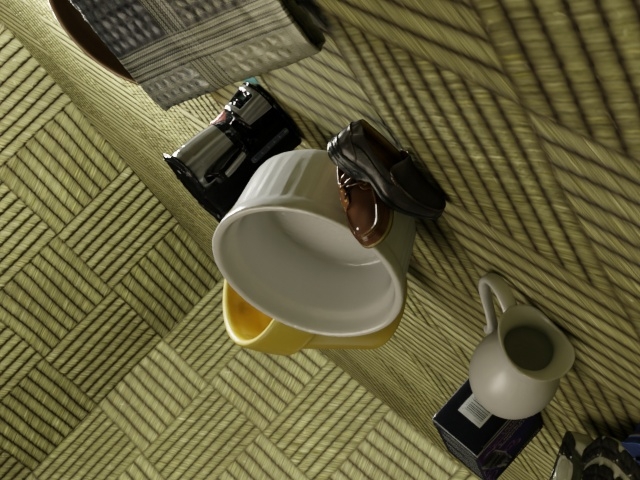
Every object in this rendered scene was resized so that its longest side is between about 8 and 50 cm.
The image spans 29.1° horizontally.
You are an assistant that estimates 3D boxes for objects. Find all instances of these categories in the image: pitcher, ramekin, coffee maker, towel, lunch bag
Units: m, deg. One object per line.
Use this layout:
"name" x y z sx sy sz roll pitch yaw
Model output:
"pitcher" 0.261 0.148 1.699 0.207 0.125 0.177 95 150 -65
"ramekin" 0.000 0.000 1.730 0.277 0.135 0.277 14 142 11
"coffee maker" -0.126 -0.128 1.887 0.120 0.178 0.171 41 168 29
"towel" -0.175 -0.302 1.412 0.324 0.056 0.312 -10 128 47
"lunch bag" 0.435 0.267 1.584 0.067 0.065 0.098 43 171 4

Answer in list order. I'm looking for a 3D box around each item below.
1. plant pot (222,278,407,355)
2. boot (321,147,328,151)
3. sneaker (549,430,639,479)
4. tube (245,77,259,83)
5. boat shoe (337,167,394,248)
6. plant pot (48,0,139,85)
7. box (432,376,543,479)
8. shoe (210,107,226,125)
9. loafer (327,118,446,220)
"plant pot" 0.001 0.074 2.016 0.239 0.254 0.254 15 -175 -27
"boot" 0.041 -0.042 1.838 0.190 0.086 0.069 46 171 -9
"sneaker" 0.461 0.367 1.786 0.182 0.158 0.410 13 -179 -3
"tube" -0.168 -0.277 1.838 0.080 0.052 0.207 42 168 -37
"boat shoe" 0.048 -0.063 1.566 0.060 0.064 0.178 38 -151 -36
"plant pot" -0.221 -0.313 1.565 0.237 0.109 0.237 21 147 14
"box" 0.295 0.319 2.157 0.108 0.153 0.207 39 171 27
"shoe" -0.151 -0.158 2.090 0.081 0.063 0.178 57 149 15
"loafer" 0.091 -0.085 1.521 0.170 0.062 0.061 32 133 -16
